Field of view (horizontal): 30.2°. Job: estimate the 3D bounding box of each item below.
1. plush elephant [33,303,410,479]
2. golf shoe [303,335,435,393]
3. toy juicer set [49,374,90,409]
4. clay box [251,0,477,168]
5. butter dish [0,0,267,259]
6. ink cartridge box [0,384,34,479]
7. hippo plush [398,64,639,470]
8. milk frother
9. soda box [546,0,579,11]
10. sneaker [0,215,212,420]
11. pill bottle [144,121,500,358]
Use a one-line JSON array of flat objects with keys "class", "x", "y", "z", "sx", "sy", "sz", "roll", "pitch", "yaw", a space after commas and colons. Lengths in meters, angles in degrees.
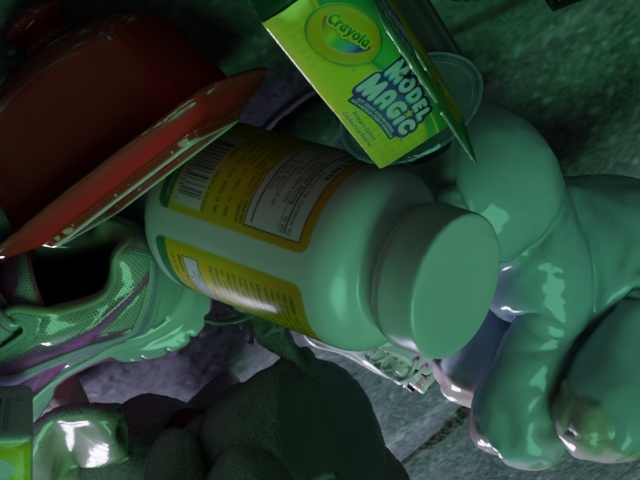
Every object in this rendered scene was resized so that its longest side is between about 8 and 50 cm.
[{"class": "plush elephant", "x": -0.086, "y": 0.199, "z": 0.915, "sx": 0.255, "sy": 0.330, "sz": 0.271, "roll": -30, "pitch": 161, "yaw": 37}, {"class": "golf shoe", "x": 0.068, "y": 0.087, "z": 1.009, "sx": 0.186, "sy": 0.086, "sz": 0.067, "roll": 8, "pitch": 136, "yaw": -35}, {"class": "toy juicer set", "x": -0.299, "y": 0.179, "z": 0.936, "sx": 0.329, "sy": 0.089, "sz": 0.209, "roll": -18, "pitch": 131, "yaw": -37}, {"class": "clay box", "x": -0.005, "y": -0.131, "z": 0.563, "sx": 0.053, "sy": 0.222, "sz": 0.127, "roll": -31, "pitch": 144, "yaw": 11}, {"class": "butter dish", "x": -0.129, "y": -0.080, "z": 0.663, "sx": 0.160, "sy": 0.118, "sz": 0.160, "roll": -36, "pitch": -176, "yaw": 16}, {"class": "ink cartridge box", "x": -0.346, "y": 0.236, "z": 0.791, "sx": 0.303, "sy": 0.072, "sz": 0.307, "roll": 0, "pitch": 117, "yaw": -12}, {"class": "hippo plush", "x": 0.139, "y": 0.021, "z": 0.834, "sx": 0.236, "sy": 0.234, "sz": 0.294, "roll": 28, "pitch": 140, "yaw": -35}, {"class": "milk frother", "x": 0.062, "y": -0.129, "z": 0.680, "sx": 0.143, "sy": 0.135, "sz": 0.129, "roll": -38, "pitch": 143, "yaw": 20}, {"class": "soda box", "x": 0.147, "y": -0.216, "z": 0.685, "sx": 0.060, "sy": 0.053, "sz": 0.169, "roll": -21, "pitch": 144, "yaw": -3}, {"class": "sneaker", "x": -0.206, "y": 0.054, "z": 0.808, "sx": 0.252, "sy": 0.103, "sz": 0.111, "roll": -29, "pitch": 141, "yaw": -3}, {"class": "pill bottle", "x": 0.000, "y": 0.000, "z": 0.732, "sx": 0.117, "sy": 0.208, "sz": 0.118, "roll": -23, "pitch": 121, "yaw": -45}]
